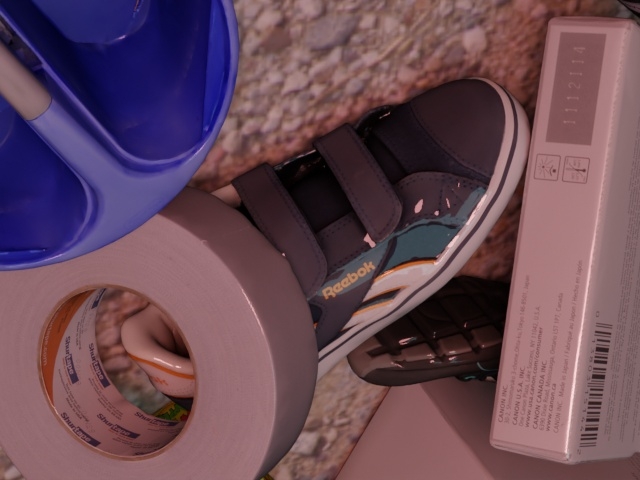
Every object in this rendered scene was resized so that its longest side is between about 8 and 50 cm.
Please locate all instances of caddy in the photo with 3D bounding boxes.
[{"bbox_3d":[-0.195,-0.135,0.788,0.241,0.179,0.341,-37,130,2],"label":"caddy"}]

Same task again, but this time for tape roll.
[{"bbox_3d":[-0.114,0.075,0.946,0.219,0.219,0.072,-64,166,21],"label":"tape roll"}]

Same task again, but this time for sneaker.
[{"bbox_3d":[0.148,0.080,1.151,0.267,0.101,0.106,-13,128,-18],"label":"sneaker"},{"bbox_3d":[0.000,0.000,1.007,0.321,0.126,0.127,-46,135,10],"label":"sneaker"}]

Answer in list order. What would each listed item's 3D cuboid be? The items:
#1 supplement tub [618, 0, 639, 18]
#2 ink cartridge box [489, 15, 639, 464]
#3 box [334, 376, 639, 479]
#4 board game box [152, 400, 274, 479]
[{"bbox_3d":[0.217,-0.247,0.905,0.316,0.193,0.193,27,106,-37],"label":"supplement tub"},{"bbox_3d":[0.223,0.010,1.079,0.261,0.066,0.296,12,86,-58],"label":"ink cartridge box"},{"bbox_3d":[0.187,0.263,1.248,0.345,0.168,0.215,16,113,-34],"label":"box"},{"bbox_3d":[-0.086,0.204,1.154,0.092,0.043,0.181,-36,130,0],"label":"board game box"}]
